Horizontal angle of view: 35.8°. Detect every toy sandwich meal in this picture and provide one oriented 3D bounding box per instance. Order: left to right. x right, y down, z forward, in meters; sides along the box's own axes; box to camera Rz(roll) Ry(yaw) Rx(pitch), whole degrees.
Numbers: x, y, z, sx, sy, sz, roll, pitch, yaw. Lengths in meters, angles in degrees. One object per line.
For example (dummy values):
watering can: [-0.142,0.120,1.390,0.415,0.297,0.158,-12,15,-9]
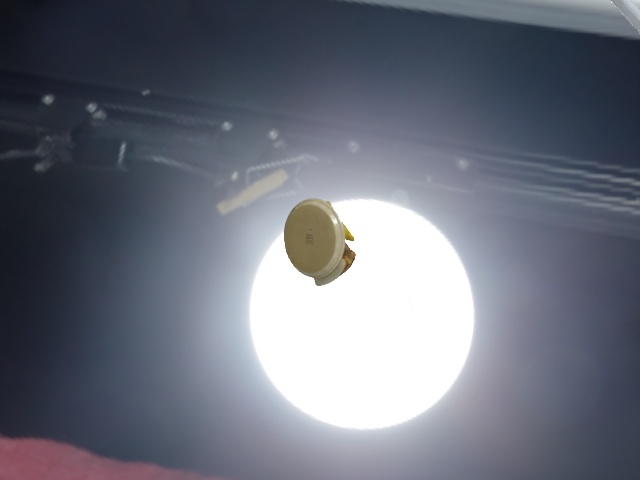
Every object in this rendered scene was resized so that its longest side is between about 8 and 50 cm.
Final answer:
toy sandwich meal: [0.000,0.000,0.957,0.085,0.029,0.086,3,-86,39]

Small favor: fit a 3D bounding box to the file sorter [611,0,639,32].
file sorter: [0.298,-0.180,0.500,0.277,0.193,0.173,-15,-33,-27]
